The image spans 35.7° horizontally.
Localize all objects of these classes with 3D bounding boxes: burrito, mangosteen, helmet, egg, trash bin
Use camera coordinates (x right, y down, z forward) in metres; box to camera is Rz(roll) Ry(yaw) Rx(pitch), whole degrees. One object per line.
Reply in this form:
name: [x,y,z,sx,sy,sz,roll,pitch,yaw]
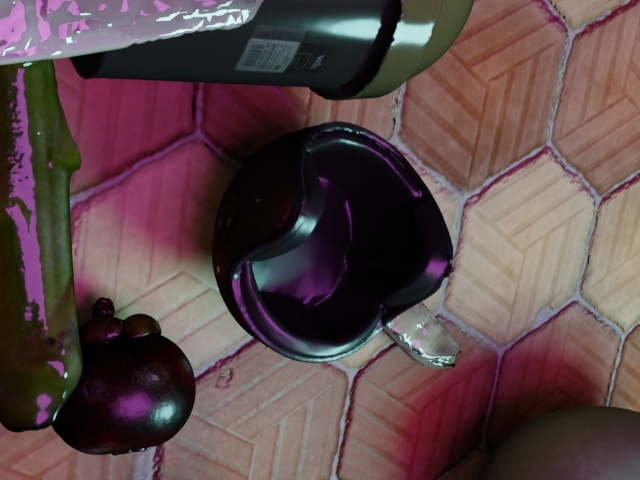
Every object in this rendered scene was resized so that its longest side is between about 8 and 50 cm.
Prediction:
burrito: [0.084,0.077,1.063,0.058,0.063,0.229,-43,124,-3]
mangosteen: [-0.177,0.118,0.869,0.140,0.140,0.140,-12,113,-31]
helmet: [0.000,0.000,0.894,0.189,0.193,0.216,21,86,-31]
egg: [0.338,0.328,1.206,0.352,0.258,0.258,3,105,-42]
trash bin: [-0.029,-0.217,0.793,0.333,0.214,0.214,-5,109,-25]

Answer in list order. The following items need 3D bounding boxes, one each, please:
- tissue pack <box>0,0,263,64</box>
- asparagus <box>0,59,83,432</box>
tissue pack: [-0.211,-0.267,0.537,0.207,0.380,0.297,-17,115,-34]
asparagus: [-0.233,-0.024,0.783,0.085,0.082,0.343,-16,105,-65]
